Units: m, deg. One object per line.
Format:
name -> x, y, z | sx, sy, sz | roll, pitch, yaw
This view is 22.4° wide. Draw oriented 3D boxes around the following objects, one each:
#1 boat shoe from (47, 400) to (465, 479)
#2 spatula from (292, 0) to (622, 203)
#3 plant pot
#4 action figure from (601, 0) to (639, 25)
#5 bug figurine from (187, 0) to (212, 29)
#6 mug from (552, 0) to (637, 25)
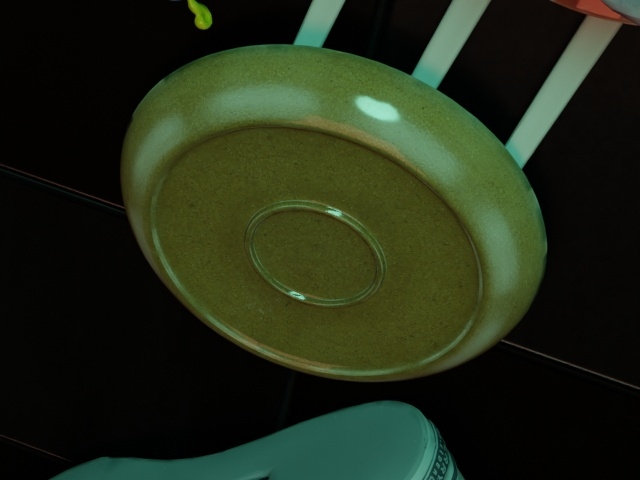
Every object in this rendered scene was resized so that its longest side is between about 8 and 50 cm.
boat shoe -> -0.058, 0.214, 1.037 | 0.367, 0.136, 0.156 | -19, 124, 23
spatula -> 0.048, -0.079, 0.794 | 0.168, 0.019, 0.242 | 29, 135, 1
plant pot -> 0.000, 0.000, 0.854 | 0.236, 0.032, 0.236 | 12, 138, 11
action figure -> 0.144, -0.263, 0.410 | 0.276, 0.370, 0.248 | 31, 172, -40
bug figurine -> -0.179, -0.176, 0.750 | 0.279, 0.072, 0.216 | -1, 137, 26
mug -> 0.117, -0.186, 0.612 | 0.150, 0.113, 0.169 | 16, 130, 6
